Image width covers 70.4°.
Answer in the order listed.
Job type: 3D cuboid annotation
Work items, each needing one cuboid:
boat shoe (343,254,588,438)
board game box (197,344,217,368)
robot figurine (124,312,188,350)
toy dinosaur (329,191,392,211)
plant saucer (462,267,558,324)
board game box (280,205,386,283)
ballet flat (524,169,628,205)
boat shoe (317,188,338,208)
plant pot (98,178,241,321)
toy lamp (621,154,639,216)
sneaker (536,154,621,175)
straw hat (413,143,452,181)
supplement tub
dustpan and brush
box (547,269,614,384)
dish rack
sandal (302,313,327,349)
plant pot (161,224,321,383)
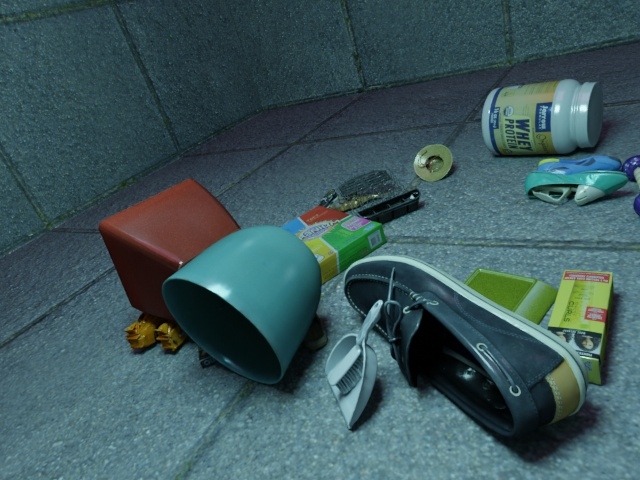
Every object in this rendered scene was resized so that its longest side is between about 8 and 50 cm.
[{"bbox_3d":[0.187,0.160,0.800,0.156,0.187,0.500,-25,32,-27],"label":"boat shoe"},{"bbox_3d":[-0.204,0.225,1.095,0.186,0.026,0.126,-23,26,-9],"label":"board game box"},{"bbox_3d":[-0.377,0.178,1.232,0.211,0.085,0.291,-5,29,23],"label":"robot figurine"},{"bbox_3d":[0.131,-0.140,1.570,0.211,0.064,0.112,-21,44,-5],"label":"toy dinosaur"},{"bbox_3d":[0.352,0.119,0.922,0.188,0.045,0.188,12,39,45],"label":"plant saucer"},{"bbox_3d":[0.000,0.000,1.355,0.242,0.064,0.316,-32,29,-25],"label":"board game box"},{"bbox_3d":[0.658,-0.133,1.190,0.247,0.083,0.087,10,72,47],"label":"ballet flat"},{"bbox_3d":[0.022,-0.147,1.653,0.046,0.038,0.125,6,35,40],"label":"boat shoe"},{"bbox_3d":[-0.318,0.045,1.102,0.235,0.267,0.267,24,45,35],"label":"plant pot"},{"bbox_3d":[0.776,-0.122,1.080,0.080,0.080,0.275,-5,29,26],"label":"toy lamp"},{"bbox_3d":[0.719,-0.186,1.269,0.209,0.069,0.082,0,57,23],"label":"sneaker"},{"bbox_3d":[0.409,-0.268,1.608,0.144,0.144,0.061,4,-8,38],"label":"straw hat"},{"bbox_3d":[0.716,-0.395,1.475,0.316,0.228,0.228,8,37,43],"label":"supplement tub"},{"bbox_3d":[0.066,0.199,0.801,0.211,0.060,0.147,-56,26,10],"label":"dustpan and brush"},{"bbox_3d":[0.456,0.141,0.797,0.087,0.058,0.232,3,33,38],"label":"box"},{"bbox_3d":[0.177,-0.157,1.477,0.208,0.074,0.271,-21,43,-8],"label":"dish rack"},{"bbox_3d":[-0.036,0.183,1.042,0.072,0.049,0.180,-24,27,-12],"label":"sandal"},{"bbox_3d":[-0.134,0.109,0.944,0.293,0.293,0.235,4,41,38],"label":"plant pot"}]
